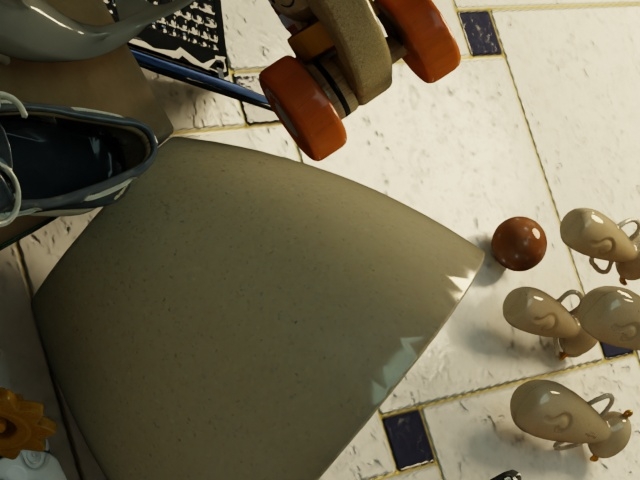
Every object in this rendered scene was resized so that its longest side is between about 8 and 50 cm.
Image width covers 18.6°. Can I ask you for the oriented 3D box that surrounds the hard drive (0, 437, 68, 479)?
[{"bbox_3d":[-0.218,0.333,1.352,0.237,0.064,0.339,-23,89,-45],"label":"hard drive"}]

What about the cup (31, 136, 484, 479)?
[{"bbox_3d":[-0.072,0.060,1.456,0.237,0.331,0.331,41,47,-1],"label":"cup"}]

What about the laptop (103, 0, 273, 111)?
[{"bbox_3d":[-0.117,-0.213,1.617,0.234,0.136,0.264,16,61,-48],"label":"laptop"}]

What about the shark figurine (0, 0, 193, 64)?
[{"bbox_3d":[-0.195,-0.172,1.329,0.278,0.116,0.166,21,61,-34],"label":"shark figurine"}]

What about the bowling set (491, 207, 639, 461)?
[{"bbox_3d":[0.270,0.044,1.859,0.154,0.287,0.200,23,24,-41],"label":"bowling set"}]

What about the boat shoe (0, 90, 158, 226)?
[{"bbox_3d":[-0.219,-0.050,1.277,0.254,0.079,0.095,1,73,-43],"label":"boat shoe"}]

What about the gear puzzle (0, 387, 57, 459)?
[{"bbox_3d":[-0.298,0.054,1.235,0.339,0.175,0.044,34,45,-34],"label":"gear puzzle"}]

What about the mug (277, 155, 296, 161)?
[{"bbox_3d":[0.001,0.009,1.673,0.157,0.097,0.129,35,51,-27],"label":"mug"}]

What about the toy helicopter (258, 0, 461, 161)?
[{"bbox_3d":[-0.047,-0.236,1.553,0.140,0.355,0.235,-35,125,-5],"label":"toy helicopter"}]

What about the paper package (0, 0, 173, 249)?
[{"bbox_3d":[-0.319,-0.118,1.387,0.325,0.168,0.310,-34,98,-46],"label":"paper package"}]

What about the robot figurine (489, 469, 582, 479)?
[{"bbox_3d":[0.186,0.332,1.673,0.211,0.085,0.291,20,52,8],"label":"robot figurine"}]
